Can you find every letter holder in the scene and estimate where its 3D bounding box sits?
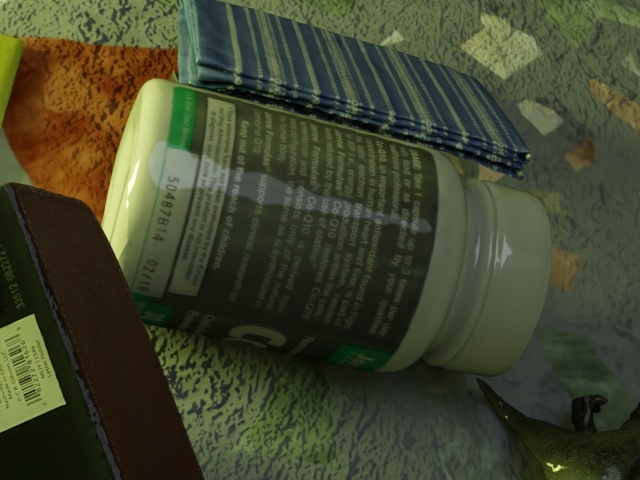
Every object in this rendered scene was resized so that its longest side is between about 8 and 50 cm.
[{"bbox_3d":[-0.169,0.137,0.841,0.152,0.214,0.302,-25,79,13],"label":"letter holder"}]

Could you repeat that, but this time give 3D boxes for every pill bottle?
[{"bbox_3d":[0.000,0.000,1.063,0.361,0.204,0.204,13,53,-13],"label":"pill bottle"}]

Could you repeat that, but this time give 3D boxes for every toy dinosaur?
[{"bbox_3d":[0.273,0.211,1.082,0.313,0.121,0.160,40,38,3],"label":"toy dinosaur"}]

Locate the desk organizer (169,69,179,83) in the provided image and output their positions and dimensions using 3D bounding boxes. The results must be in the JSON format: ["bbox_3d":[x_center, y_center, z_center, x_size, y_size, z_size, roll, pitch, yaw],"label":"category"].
[{"bbox_3d":[-0.106,-0.101,1.194,0.050,0.047,0.130,-7,60,-29],"label":"desk organizer"}]

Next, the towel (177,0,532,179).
[{"bbox_3d":[0.023,-0.154,1.202,0.336,0.040,0.243,14,25,-15],"label":"towel"}]

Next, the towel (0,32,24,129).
[{"bbox_3d":[-0.341,-0.110,1.122,0.102,0.021,0.237,17,51,-17],"label":"towel"}]
